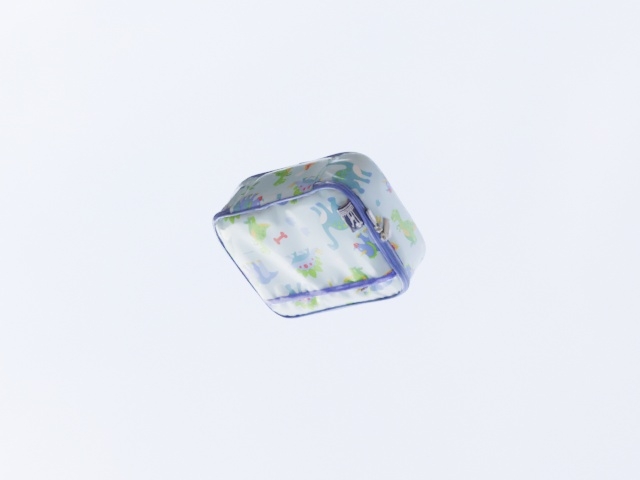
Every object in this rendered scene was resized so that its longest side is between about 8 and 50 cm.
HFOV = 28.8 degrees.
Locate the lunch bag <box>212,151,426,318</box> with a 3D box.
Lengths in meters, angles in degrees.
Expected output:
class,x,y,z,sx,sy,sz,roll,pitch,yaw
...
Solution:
class,x,y,z,sx,sy,sz,roll,pitch,yaw
lunch bag,0.000,0.000,1.417,0.219,0.176,0.090,-12,-148,38
